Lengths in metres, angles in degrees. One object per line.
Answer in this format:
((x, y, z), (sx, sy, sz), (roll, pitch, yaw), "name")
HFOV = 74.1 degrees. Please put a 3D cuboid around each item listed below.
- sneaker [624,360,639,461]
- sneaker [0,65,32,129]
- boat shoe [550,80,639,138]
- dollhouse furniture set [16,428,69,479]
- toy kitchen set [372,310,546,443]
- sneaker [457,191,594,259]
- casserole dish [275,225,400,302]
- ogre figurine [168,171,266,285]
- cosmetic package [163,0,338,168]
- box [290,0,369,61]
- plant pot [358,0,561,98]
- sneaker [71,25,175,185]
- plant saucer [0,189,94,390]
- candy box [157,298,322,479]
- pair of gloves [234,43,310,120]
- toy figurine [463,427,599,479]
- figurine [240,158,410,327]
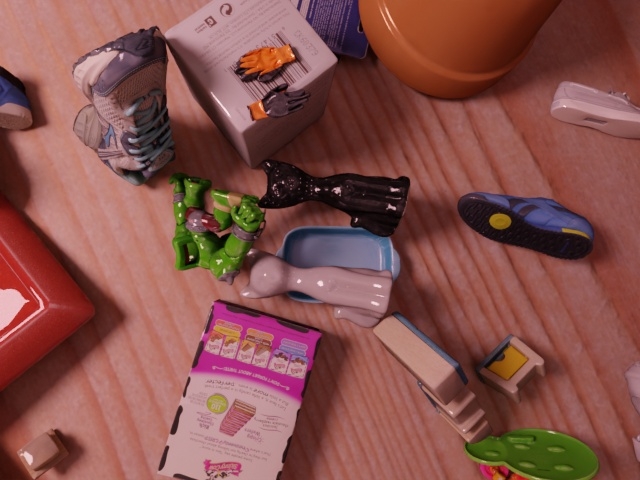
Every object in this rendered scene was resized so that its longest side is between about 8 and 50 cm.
((0.517, 0.369, 0.602), (0.210, 0.137, 0.365), (-33, 92, -10), "sneaker")
((-0.481, -0.211, 0.575), (0.058, 0.152, 0.084), (-25, 75, 31), "sneaker")
((0.475, -0.217, 0.699), (0.184, 0.066, 0.063), (14, 84, 6), "boat shoe")
((-0.587, 0.296, 0.563), (0.356, 0.173, 0.303), (-32, 74, -36), "dollhouse furniture set")
((0.204, 0.157, 0.597), (0.166, 0.122, 0.207), (-41, 129, -8), "toy kitchen set")
((0.320, -0.038, 0.671), (0.210, 0.069, 0.082), (18, 50, 5), "sneaker")
((0.025, 0.037, 0.643), (0.189, 0.037, 0.114), (1, 84, -6), "casserole dish")
((-0.156, -0.018, 0.586), (0.197, 0.097, 0.118), (19, 105, 19), "ogre figurine")
((-0.088, -0.219, 0.583), (0.151, 0.184, 0.151), (-39, 90, -8), "cosmetic package")
((-0.026, -0.371, 0.677), (0.226, 0.036, 0.136), (14, 84, -4), "box")
((0.221, -0.382, 0.600), (0.291, 0.203, 0.290), (1, 85, -12), "plant pot")
((-0.223, -0.152, 0.533), (0.110, 0.283, 0.122), (-41, 101, -28), "sneaker")
((-0.483, 0.084, 0.551), (0.258, 0.047, 0.259), (-42, 79, -14), "plant saucer")
((-0.107, 0.217, 0.596), (0.159, 0.071, 0.233), (18, 83, -4), "candy box")
((-0.055, -0.181, 0.485), (0.074, 0.010, 0.083), (-20, 89, -7), "pair of gloves")
((0.301, 0.376, 0.608), (0.173, 0.130, 0.159), (-4, 94, 16), "toy figurine")
((0.000, 0.000, 0.591), (0.210, 0.092, 0.214), (11, 84, 4), "figurine")
